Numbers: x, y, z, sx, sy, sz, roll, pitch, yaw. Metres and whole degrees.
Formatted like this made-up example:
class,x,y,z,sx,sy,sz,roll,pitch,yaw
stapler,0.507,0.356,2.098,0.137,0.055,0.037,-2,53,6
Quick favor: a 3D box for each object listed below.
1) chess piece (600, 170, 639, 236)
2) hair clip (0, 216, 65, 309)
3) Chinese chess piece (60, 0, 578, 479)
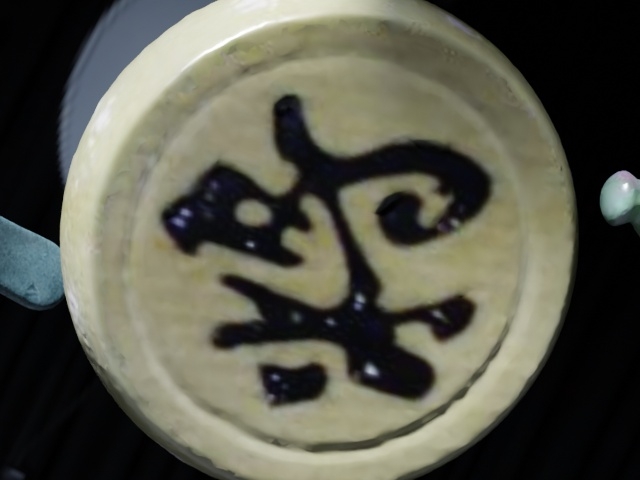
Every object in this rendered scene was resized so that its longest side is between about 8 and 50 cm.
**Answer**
class,x,y,z,sx,sy,sz,roll,pitch,yaw
chess piece,0.265,0.002,0.734,0.272,0.139,0.139,9,4,-12
hair clip,-0.225,-0.025,0.800,0.083,0.048,0.275,13,-17,19
Chinese chess piece,0.000,0.000,0.733,0.257,0.257,0.104,28,6,-15
